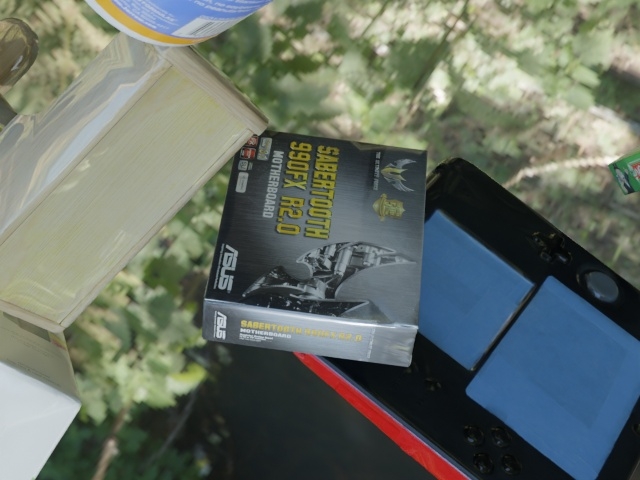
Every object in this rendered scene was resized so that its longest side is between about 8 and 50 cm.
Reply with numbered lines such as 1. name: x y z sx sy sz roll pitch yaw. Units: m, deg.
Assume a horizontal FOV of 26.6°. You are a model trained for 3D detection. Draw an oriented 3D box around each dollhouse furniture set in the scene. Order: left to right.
1. dollhouse furniture set: -0.280 -0.158 1.152 0.394 0.256 0.362 47 -176 28

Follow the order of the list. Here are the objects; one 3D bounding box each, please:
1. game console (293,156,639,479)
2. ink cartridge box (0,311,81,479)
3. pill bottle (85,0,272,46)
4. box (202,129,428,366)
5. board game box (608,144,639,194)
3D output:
1. game console: 0.183 0.099 1.343 0.342 0.386 0.060 42 131 4
2. ink cartridge box: -0.382 0.168 1.504 0.119 0.207 0.353 31 -174 -22
3. pill bottle: -0.037 -0.227 0.811 0.152 0.152 0.272 48 145 -17
4. box: 0.000 0.000 1.215 0.183 0.231 0.056 7 135 1
5. board game box: 0.485 -0.158 1.493 0.046 0.317 0.213 58 176 2
